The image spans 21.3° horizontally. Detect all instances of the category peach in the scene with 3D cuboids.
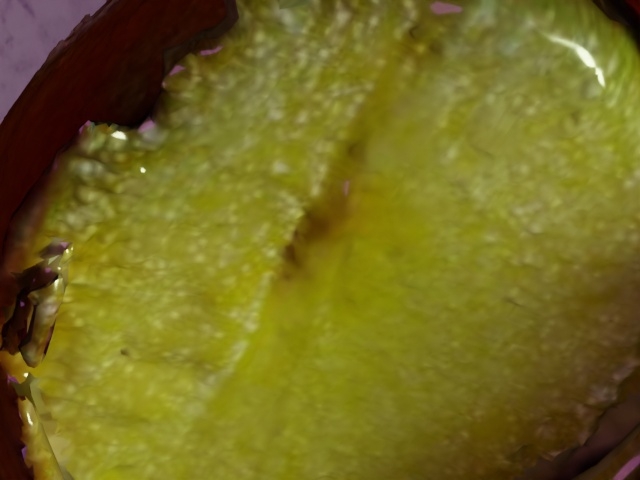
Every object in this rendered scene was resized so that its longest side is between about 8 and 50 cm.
[{"bbox_3d":[0.000,0.000,0.827,0.416,0.339,0.353,-31,48,58],"label":"peach"}]
